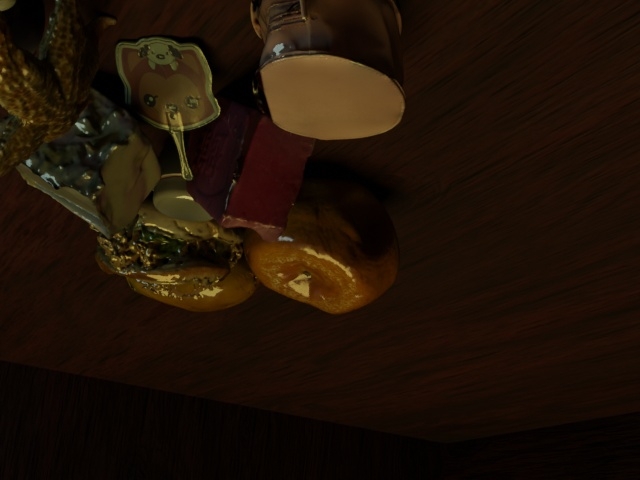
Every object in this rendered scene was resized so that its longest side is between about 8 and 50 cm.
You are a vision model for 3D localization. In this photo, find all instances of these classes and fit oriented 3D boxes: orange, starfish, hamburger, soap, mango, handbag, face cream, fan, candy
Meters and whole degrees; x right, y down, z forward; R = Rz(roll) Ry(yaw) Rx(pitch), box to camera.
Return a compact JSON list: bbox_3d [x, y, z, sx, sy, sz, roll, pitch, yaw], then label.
[{"bbox_3d":[0.000,0.000,1.534,0.249,0.183,0.249,16,147,10],"label":"orange"},{"bbox_3d":[-0.297,-0.160,1.010,0.094,0.327,0.375,32,167,3],"label":"starfish"},{"bbox_3d":[-0.260,-0.008,1.587,0.286,0.146,0.243,3,-176,-38],"label":"hamburger"},{"bbox_3d":[-0.103,-0.104,1.295,0.099,0.162,0.250,10,-170,-23],"label":"soap"},{"bbox_3d":[-0.228,0.057,1.774,0.249,0.151,0.156,3,-167,-4],"label":"mango"},{"bbox_3d":[0.008,-0.203,1.078,0.179,0.116,0.205,4,160,6],"label":"handbag"},{"bbox_3d":[-0.190,-0.090,1.442,0.117,0.104,0.117,5,160,2],"label":"face cream"},{"bbox_3d":[-0.188,-0.163,1.246,0.132,0.009,0.220,7,132,14],"label":"fan"},{"bbox_3d":[-0.313,-0.110,1.304,0.185,0.137,0.195,32,165,14],"label":"candy"}]

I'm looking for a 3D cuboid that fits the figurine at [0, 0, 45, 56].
[{"bbox_3d":[-0.358,-0.238,1.056,0.145,0.145,0.222,11,157,-14],"label":"figurine"}]
